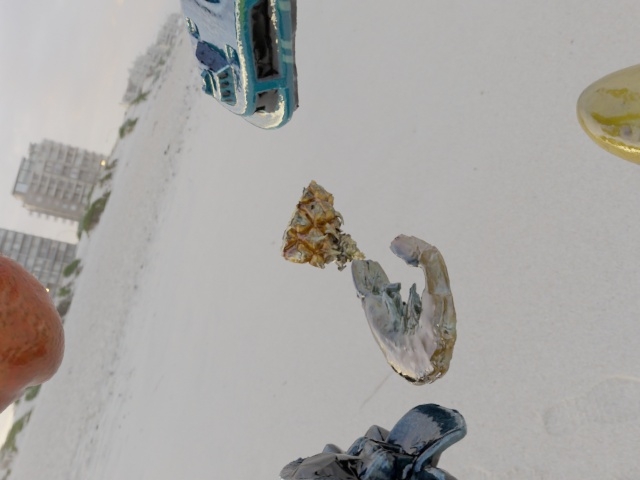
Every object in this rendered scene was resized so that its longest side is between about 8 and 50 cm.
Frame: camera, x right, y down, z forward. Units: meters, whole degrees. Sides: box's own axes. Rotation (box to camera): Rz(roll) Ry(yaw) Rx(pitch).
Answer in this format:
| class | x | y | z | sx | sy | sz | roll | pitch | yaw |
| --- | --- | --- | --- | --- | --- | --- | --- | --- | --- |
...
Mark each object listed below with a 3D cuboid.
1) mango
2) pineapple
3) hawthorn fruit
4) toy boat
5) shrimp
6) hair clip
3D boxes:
| class | x | y | z | sx | sy | sz | roll | pitch | yaw |
| --- | --- | --- | --- | --- | --- | --- | --- | --- | --- |
| mango | 0.352 | -0.126 | 0.534 | 0.195 | 0.098 | 0.137 | 16 | 61 | 43 |
| pineapple | 0.000 | 0.000 | 0.650 | 0.077 | 0.114 | 0.114 | -36 | 25 | 46 |
| hawthorn fruit | -0.373 | 0.097 | 0.593 | 0.189 | 0.189 | 0.189 | -166 | 90 | -73 |
| toy boat | -0.095 | -0.204 | 0.524 | 0.092 | 0.134 | 0.298 | -43 | -19 | -21 |
| shrimp | 0.101 | 0.065 | 0.684 | 0.253 | 0.058 | 0.173 | -113 | 31 | -53 |
| hair clip | 0.081 | 0.291 | 0.551 | 0.310 | 0.195 | 0.206 | 159 | 93 | -74 |
